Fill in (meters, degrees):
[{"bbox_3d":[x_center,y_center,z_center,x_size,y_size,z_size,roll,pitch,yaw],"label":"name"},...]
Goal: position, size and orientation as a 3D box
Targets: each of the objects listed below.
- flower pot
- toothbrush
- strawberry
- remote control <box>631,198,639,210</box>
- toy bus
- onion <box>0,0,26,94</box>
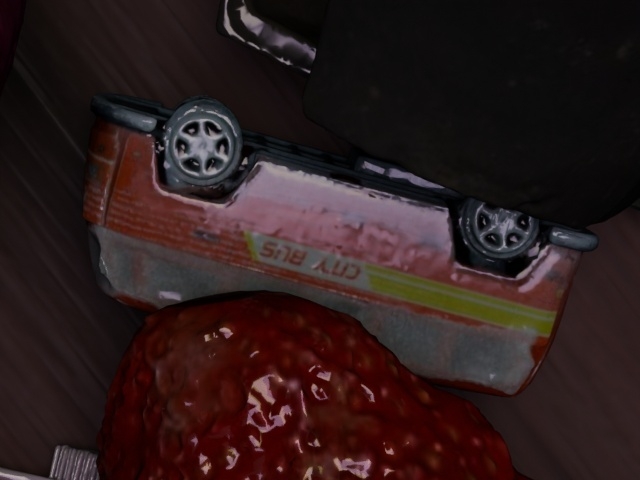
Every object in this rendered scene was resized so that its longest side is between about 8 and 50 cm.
[{"bbox_3d":[0.107,-0.157,0.755,0.379,0.379,0.251,24,102,-6],"label":"flower pot"},{"bbox_3d":[-0.243,0.097,0.852,0.307,0.025,0.029,15,80,-7],"label":"toothbrush"},{"bbox_3d":[0.003,0.174,0.782,0.261,0.261,0.258,5,64,-7],"label":"strawberry"},{"bbox_3d":[0.242,-0.106,0.887,0.042,0.072,0.222,37,86,-28],"label":"remote control"},{"bbox_3d":[0.000,0.000,0.839,0.265,0.121,0.120,14,98,-7],"label":"toy bus"},{"bbox_3d":[-0.319,-0.125,0.723,0.358,0.345,0.358,4,80,-22],"label":"onion"}]
